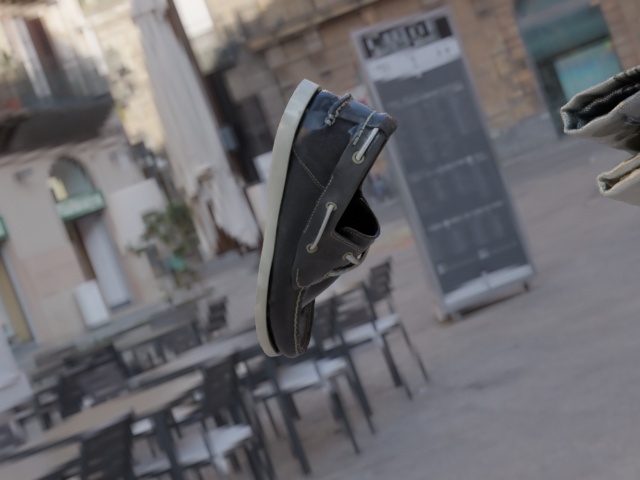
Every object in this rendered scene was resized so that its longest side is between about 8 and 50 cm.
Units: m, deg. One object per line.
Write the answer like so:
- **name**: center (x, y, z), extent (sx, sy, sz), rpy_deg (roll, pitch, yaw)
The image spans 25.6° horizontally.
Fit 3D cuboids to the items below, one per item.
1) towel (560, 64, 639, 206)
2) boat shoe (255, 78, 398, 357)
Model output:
- **towel**: center (0.359, -0.067, 0.876), extent (0.324, 0.056, 0.312), rpy_deg (20, -29, -33)
- **boat shoe**: center (0.000, 0.000, 0.990), extent (0.079, 0.233, 0.084), rpy_deg (16, 39, 6)
